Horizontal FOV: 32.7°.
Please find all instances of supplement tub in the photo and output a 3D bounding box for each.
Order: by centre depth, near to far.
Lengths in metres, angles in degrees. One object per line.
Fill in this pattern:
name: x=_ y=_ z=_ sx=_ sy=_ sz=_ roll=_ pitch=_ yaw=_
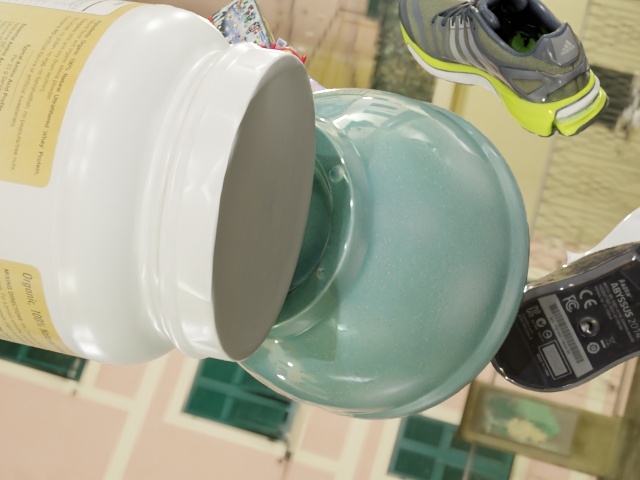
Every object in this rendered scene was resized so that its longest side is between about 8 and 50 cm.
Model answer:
supplement tub: x=-0.180 y=-0.047 z=0.705 sx=0.228 sy=0.316 sz=0.228 roll=11 pitch=-90 yaw=-76

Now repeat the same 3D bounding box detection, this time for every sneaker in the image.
sneaker: x=0.185 y=-0.226 z=1.163 sx=0.111 sy=0.300 sz=0.121 roll=-36 pitch=-46 yaw=-15

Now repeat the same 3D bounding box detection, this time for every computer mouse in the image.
computer mouse: x=0.307 y=0.076 z=1.143 sx=0.189 sy=0.272 sz=0.072 roll=66 pitch=-163 yaw=-12

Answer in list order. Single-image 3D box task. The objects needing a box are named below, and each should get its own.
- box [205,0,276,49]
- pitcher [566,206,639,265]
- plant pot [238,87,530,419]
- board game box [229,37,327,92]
box: x=-0.119 y=-0.298 z=1.627 sx=0.027 sy=0.094 sz=0.137 roll=38 pitch=-155 yaw=-52
pitcher: x=0.372 y=0.037 z=1.247 sx=0.207 sy=0.125 sz=0.178 roll=-28 pitch=16 yaw=36
plant pot: x=0.000 y=0.000 z=0.907 sx=0.196 sy=0.293 sz=0.293 roll=16 pitch=-92 yaw=-56
board game box: x=-0.046 y=-0.205 z=1.292 sx=0.133 sy=0.168 sz=0.033 roll=-9 pitch=-49 yaw=-50
